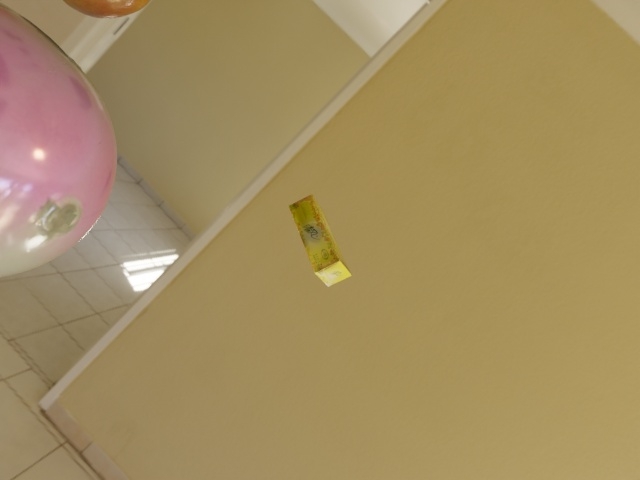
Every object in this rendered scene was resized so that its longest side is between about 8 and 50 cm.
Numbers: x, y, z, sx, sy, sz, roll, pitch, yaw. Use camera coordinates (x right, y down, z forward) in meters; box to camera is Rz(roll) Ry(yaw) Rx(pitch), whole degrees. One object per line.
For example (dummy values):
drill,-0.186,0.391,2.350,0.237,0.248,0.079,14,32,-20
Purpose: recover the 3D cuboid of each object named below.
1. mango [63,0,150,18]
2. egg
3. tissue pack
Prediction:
mango,-0.353,-0.428,0.789,0.221,0.151,0.120,20,-29,33
egg,-0.276,-0.088,0.349,0.271,0.196,0.196,30,6,2
tissue pack,0.000,0.000,1.052,0.175,0.062,0.095,67,7,29
